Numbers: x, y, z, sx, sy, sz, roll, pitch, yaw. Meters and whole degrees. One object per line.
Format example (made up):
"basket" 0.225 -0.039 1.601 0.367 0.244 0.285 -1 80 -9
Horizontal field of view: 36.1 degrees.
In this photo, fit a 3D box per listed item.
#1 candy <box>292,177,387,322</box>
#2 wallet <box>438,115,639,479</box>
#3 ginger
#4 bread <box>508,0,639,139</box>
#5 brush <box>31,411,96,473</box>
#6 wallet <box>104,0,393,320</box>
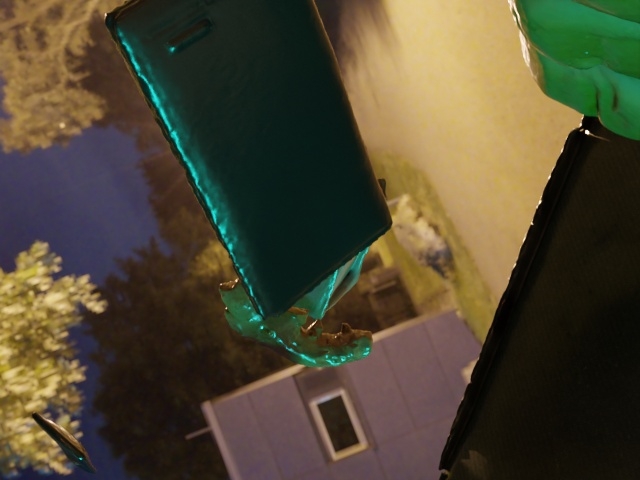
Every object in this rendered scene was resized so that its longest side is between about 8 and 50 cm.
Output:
"candy" 0.000 0.000 1.478 0.185 0.137 0.195 -42 -24 -59
"wallet" 0.210 0.076 0.649 0.075 0.342 0.237 18 -176 -36
"ginger" -0.030 0.089 1.026 0.173 0.069 0.051 29 -172 -20
"bread" 0.179 -0.217 0.476 0.210 0.301 0.341 25 -177 23
"brush" -0.231 0.198 0.922 0.063 0.016 0.193 40 159 9
"wallet" -0.030 -0.066 0.619 0.025 0.124 0.244 33 154 48
